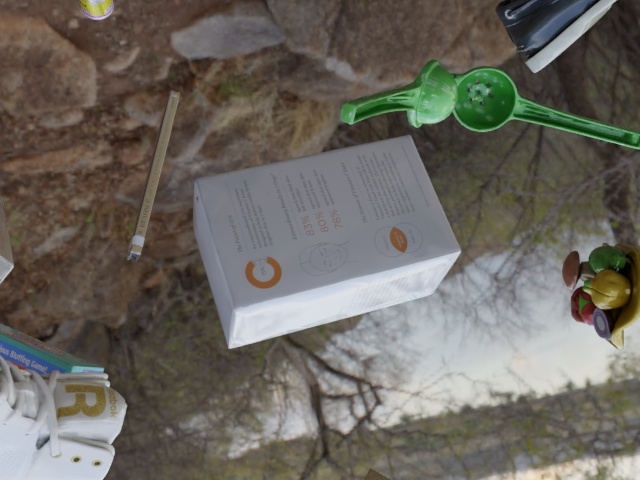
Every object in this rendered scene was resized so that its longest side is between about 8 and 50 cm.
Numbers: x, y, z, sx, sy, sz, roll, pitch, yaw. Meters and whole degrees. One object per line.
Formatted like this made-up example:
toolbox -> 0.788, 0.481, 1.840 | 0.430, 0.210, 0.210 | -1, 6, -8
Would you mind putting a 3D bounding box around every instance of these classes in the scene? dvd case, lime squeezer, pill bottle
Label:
dvd case -> -0.235, -0.083, 1.141 | 0.018, 0.221, 0.164 | 14, 172, -13
lime squeezer -> 0.121, -0.105, 0.673 | 0.310, 0.110, 0.059 | 0, 133, -33
pill bottle -> -0.300, -0.332, 1.078 | 0.043, 0.043, 0.083 | -12, 159, -8

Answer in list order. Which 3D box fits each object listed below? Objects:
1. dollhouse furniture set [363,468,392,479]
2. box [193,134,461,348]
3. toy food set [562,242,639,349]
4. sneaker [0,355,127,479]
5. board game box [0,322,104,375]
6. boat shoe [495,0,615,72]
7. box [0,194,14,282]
dollhouse furniture set -> 0.031, 0.277, 0.561 | 0.101, 0.161, 0.182 | 27, 149, 12
box -> 0.000, 0.000, 1.247 | 0.345, 0.215, 0.168 | -13, 156, -16
toy food set -> 0.348, 0.063, 1.047 | 0.071, 0.128, 0.218 | 8, -176, 5
sneaker -> -0.226, 0.102, 0.585 | 0.169, 0.108, 0.292 | -3, 143, -15
board game box -> -0.313, 0.198, 0.798 | 0.160, 0.210, 0.047 | 15, 176, 29
boat shoe -> 0.324, -0.333, 0.919 | 0.127, 0.113, 0.340 | -43, 180, -36
box -> -0.472, -0.013, 0.990 | 0.121, 0.148, 0.311 | -48, -150, -2
